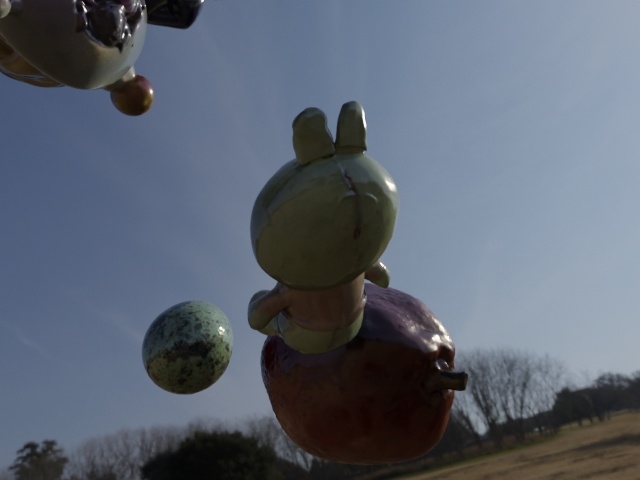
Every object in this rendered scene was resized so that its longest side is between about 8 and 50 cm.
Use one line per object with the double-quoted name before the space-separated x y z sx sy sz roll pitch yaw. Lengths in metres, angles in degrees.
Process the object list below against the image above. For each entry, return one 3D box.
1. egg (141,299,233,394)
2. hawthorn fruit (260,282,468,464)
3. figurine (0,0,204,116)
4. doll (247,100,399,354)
"egg" -0.198 0.157 0.876 0.132 0.132 0.172 -21 19 17
"hawthorn fruit" 0.070 0.189 0.813 0.265 0.265 0.307 9 -5 -44
"figurine" -0.167 -0.206 0.481 0.133 0.193 0.274 -9 5 43
"doll" 0.006 0.011 0.526 0.155 0.113 0.275 -15 -38 -26
